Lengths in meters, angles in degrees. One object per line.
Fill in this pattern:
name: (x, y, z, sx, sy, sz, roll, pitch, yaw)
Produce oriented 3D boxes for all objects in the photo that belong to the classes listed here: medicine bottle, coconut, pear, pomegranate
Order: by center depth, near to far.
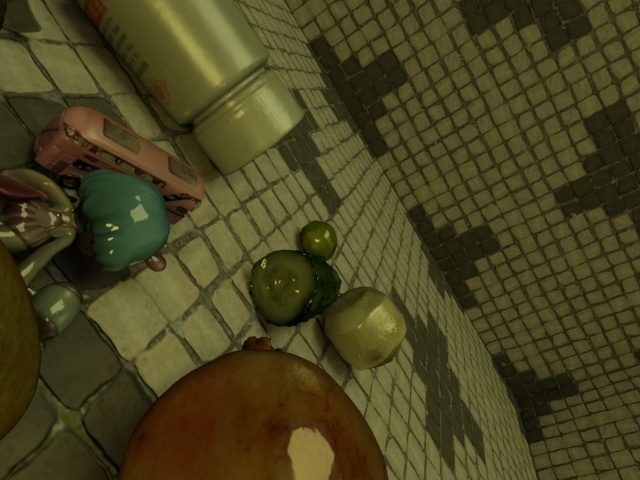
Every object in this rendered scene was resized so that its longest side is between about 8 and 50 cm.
pomegranate: (-0.058, 0.219, 0.412, 0.252, 0.229, 0.270, 47, 21, -34)
medicine bottle: (-0.210, -0.316, 0.726, 0.371, 0.211, 0.211, 53, 24, -21)
coconut: (0.094, 0.186, 0.870, 0.162, 0.161, 0.161, 60, 22, -11)
pear: (0.000, 0.000, 0.976, 0.097, 0.092, 0.092, 56, 23, -12)

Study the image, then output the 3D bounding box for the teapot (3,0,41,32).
teapot: (-0.376, -0.363, 0.422, 0.298, 0.204, 0.139, 87, 0, -74)

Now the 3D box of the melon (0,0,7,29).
melon: (-0.363, -0.219, 0.232, 0.329, 0.248, 0.248, 48, 26, -31)

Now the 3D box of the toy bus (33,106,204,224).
toy bus: (-0.246, -0.089, 0.542, 0.203, 0.090, 0.063, 32, 36, -52)

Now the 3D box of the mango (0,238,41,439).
mango: (-0.291, 0.027, 0.177, 0.384, 0.199, 0.221, 61, 37, -49)

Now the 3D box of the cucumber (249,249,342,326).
cucumber: (-0.023, 0.085, 0.795, 0.134, 0.134, 0.244, 67, 18, 12)

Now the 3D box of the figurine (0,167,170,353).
figurine: (-0.259, -0.003, 0.400, 0.260, 0.103, 0.205, 3, 59, -53)
